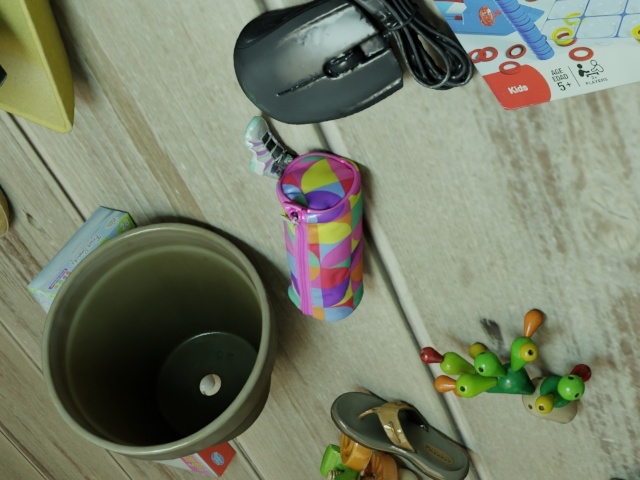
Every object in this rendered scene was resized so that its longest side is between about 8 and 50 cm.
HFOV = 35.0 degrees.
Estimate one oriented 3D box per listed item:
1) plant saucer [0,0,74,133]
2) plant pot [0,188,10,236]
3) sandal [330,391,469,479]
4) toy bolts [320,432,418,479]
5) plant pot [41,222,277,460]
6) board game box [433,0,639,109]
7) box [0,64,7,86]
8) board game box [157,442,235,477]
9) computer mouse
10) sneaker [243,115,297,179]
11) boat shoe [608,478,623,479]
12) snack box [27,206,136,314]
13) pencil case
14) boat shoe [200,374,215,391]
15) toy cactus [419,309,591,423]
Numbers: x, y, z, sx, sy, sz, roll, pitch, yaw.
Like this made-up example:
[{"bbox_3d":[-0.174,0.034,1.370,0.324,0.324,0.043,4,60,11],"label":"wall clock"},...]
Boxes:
[{"bbox_3d":[-0.443,-0.313,1.214,0.333,0.081,0.332,22,148,20],"label":"plant saucer"},{"bbox_3d":[-0.617,-0.099,1.723,0.236,0.032,0.236,25,148,17],"label":"plant pot"},{"bbox_3d":[0.121,0.278,1.480,0.219,0.090,0.060,29,132,12],"label":"sandal"},{"bbox_3d":[0.104,0.387,1.562,0.159,0.228,0.218,11,127,-12],"label":"toy bolts"},{"bbox_3d":[-0.195,0.177,1.470,0.323,0.323,0.280,22,163,21],"label":"plant pot"},{"bbox_3d":[0.185,-0.252,0.683,0.308,0.086,0.302,-8,129,49],"label":"board game box"},{"bbox_3d":[-0.596,-0.239,1.132,0.313,0.179,0.343,-8,131,24],"label":"box"},{"bbox_3d":[-0.346,0.338,2.027,0.242,0.064,0.316,0,135,44],"label":"board game box"},{"bbox_3d":[-0.004,-0.177,0.983,0.188,0.072,0.272,47,147,-21],"label":"computer mouse"},{"bbox_3d":[-0.049,-0.102,1.168,0.069,0.038,0.098,23,157,17],"label":"sneaker"},{"bbox_3d":[0.489,0.388,1.287,0.285,0.089,0.104,26,122,9],"label":"boat shoe"},{"bbox_3d":[-0.324,0.083,1.549,0.070,0.174,0.207,12,143,35],"label":"snack box"},{"bbox_3d":[0.000,0.000,1.196,0.104,0.104,0.236,22,148,21],"label":"pencil case"},{"bbox_3d":[-0.287,0.234,1.809,0.226,0.083,0.075,8,139,37],"label":"boat shoe"},{"bbox_3d":[0.241,0.164,1.214,0.180,0.112,0.219,33,152,-34],"label":"toy cactus"}]
